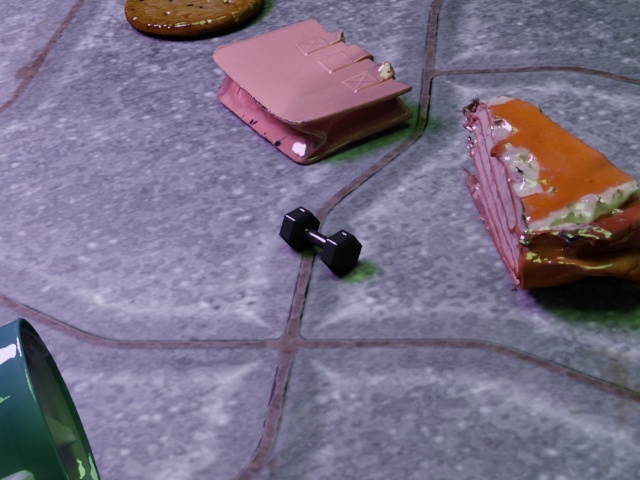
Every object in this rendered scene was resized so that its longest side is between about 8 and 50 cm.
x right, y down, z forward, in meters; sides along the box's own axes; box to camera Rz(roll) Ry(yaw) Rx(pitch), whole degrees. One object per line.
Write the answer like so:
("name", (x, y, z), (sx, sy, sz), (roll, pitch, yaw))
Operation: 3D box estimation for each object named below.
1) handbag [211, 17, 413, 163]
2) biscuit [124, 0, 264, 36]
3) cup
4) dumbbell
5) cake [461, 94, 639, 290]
("handbag", (-0.011, -0.169, 1.367), (0.157, 0.059, 0.212), (-23, 39, -21))
("biscuit", (-0.166, -0.312, 1.633), (0.188, 0.027, 0.188), (-5, 35, 4))
("cup", (-0.250, 0.162, 0.841), (0.173, 0.167, 0.300), (-22, 10, -6))
("dumbbell", (0.000, 0.000, 1.136), (0.036, 0.040, 0.083), (3, 20, -45))
("cake", (0.185, -0.042, 1.108), (0.135, 0.098, 0.287), (-20, 36, -18))
